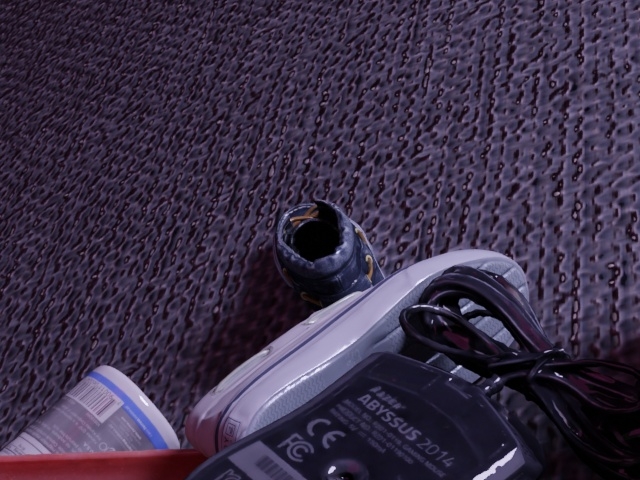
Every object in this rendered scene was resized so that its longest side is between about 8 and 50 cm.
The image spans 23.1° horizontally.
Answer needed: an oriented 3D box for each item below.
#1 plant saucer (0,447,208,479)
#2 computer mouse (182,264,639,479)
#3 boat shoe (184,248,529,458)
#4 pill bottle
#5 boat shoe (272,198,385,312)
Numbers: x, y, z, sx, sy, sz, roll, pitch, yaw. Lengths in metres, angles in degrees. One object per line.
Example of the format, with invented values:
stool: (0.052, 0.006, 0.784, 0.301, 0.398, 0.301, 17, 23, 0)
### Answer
plant saucer: (-0.128, 0.211, 0.801, 0.258, 0.048, 0.259, -2, 35, 3)
computer mouse: (0.038, 0.132, 0.786, 0.272, 0.072, 0.188, -28, 47, -26)
boat shoe: (0.020, 0.061, 0.899, 0.226, 0.083, 0.075, -25, 24, -34)
pill bottle: (-0.159, 0.147, 0.955, 0.137, 0.078, 0.078, -42, 33, -21)
boat shoe: (0.000, 0.000, 1.041, 0.065, 0.083, 0.183, -30, 30, -4)
